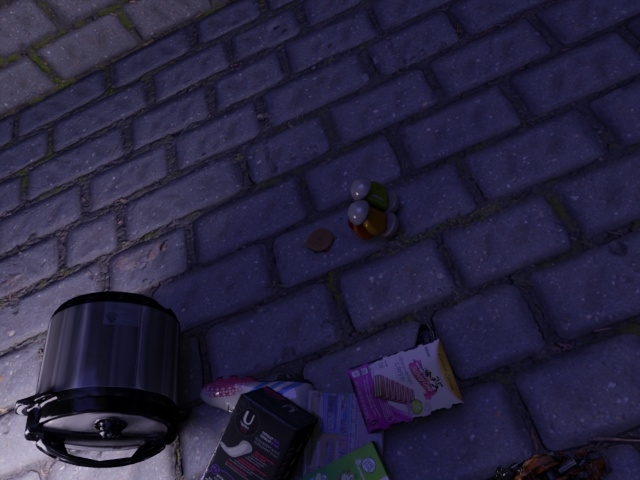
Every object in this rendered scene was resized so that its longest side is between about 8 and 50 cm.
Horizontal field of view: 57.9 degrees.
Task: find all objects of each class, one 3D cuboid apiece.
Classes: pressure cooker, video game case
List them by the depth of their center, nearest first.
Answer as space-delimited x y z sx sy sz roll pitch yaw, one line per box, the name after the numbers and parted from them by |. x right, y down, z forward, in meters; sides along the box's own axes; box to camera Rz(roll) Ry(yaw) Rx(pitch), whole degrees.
0.058 0.478 1.412 0.194 0.023 0.212 0 72 13 | video game case
-0.571 0.391 1.555 0.370 0.375 0.420 -15 55 10 | pressure cooker

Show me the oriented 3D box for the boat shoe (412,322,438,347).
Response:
0.254 0.313 1.441 0.078 0.070 0.219 -5 59 19 | boat shoe

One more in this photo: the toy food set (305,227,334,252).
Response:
0.000 0.000 1.773 0.083 0.020 0.083 31 75 34 | toy food set

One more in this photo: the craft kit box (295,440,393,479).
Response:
0.068 0.627 1.311 0.247 0.061 0.249 -28 65 2 | craft kit box

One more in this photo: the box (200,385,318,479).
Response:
-0.149 0.512 1.380 0.165 0.143 0.270 27 95 22 | box

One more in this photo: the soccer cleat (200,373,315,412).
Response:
-0.175 0.433 1.521 0.332 0.116 0.143 -8 58 18 | soccer cleat

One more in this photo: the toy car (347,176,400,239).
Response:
0.140 -0.086 1.708 0.136 0.159 0.181 -33 43 49 | toy car

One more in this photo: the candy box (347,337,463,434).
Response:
0.199 0.343 1.366 0.234 0.071 0.159 -21 74 5 | candy box

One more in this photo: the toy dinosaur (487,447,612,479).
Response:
0.437 0.484 1.160 0.322 0.218 0.164 15 40 -15 | toy dinosaur
